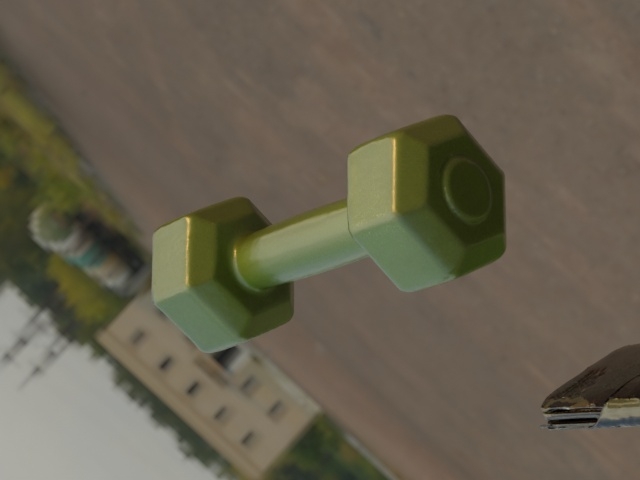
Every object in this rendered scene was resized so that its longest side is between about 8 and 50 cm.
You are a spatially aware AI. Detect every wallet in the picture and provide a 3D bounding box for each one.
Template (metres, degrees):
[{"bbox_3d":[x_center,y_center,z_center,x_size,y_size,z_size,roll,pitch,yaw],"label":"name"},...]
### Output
[{"bbox_3d":[0.264,0.095,1.225,0.232,0.122,0.031,-13,106,56],"label":"wallet"}]

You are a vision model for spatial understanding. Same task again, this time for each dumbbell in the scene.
[{"bbox_3d":[0.000,0.000,1.235,0.302,0.121,0.108,-19,92,47],"label":"dumbbell"}]
